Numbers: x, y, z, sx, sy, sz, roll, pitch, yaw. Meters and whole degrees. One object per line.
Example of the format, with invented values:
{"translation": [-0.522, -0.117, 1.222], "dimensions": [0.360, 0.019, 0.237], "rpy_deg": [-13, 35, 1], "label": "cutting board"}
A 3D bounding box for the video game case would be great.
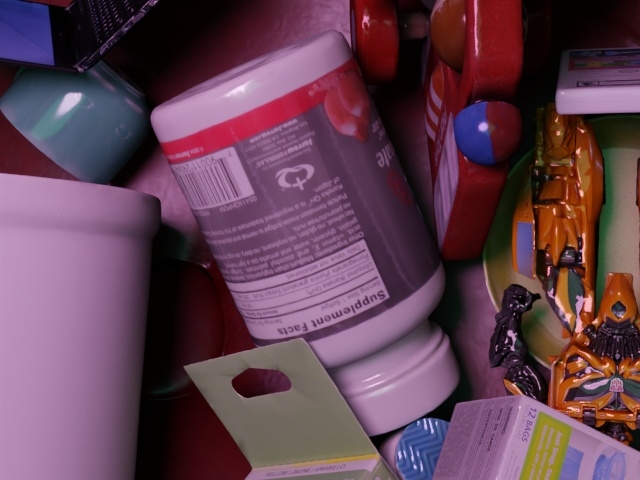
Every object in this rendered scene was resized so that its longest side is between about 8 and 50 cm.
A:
{"translation": [0.297, -0.134, 0.887], "dimensions": [0.201, 0.183, 0.023], "rpy_deg": [0, 109, 14], "label": "video game case"}

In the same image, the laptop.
{"translation": [-0.244, -0.254, 0.995], "dimensions": [0.264, 0.234, 0.136], "rpy_deg": [-42, 119, 7], "label": "laptop"}

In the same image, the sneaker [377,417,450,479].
{"translation": [0.152, 0.232, 0.941], "dimensions": [0.229, 0.092, 0.087], "rpy_deg": [36, 66, -5], "label": "sneaker"}

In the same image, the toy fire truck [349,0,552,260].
{"translation": [0.120, -0.147, 0.867], "dimensions": [0.170, 0.302, 0.253], "rpy_deg": [-3, 66, -3], "label": "toy fire truck"}

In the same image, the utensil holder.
{"translation": [-0.312, 0.142, 0.949], "dimensions": [0.328, 0.327, 0.385], "rpy_deg": [2, 88, 15], "label": "utensil holder"}

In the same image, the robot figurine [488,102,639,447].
{"translation": [0.244, 0.033, 0.894], "dimensions": [0.211, 0.085, 0.290], "rpy_deg": [1, 85, 15], "label": "robot figurine"}

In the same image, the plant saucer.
{"translation": [0.265, 0.011, 0.954], "dimensions": [0.241, 0.037, 0.240], "rpy_deg": [-1, 85, 14], "label": "plant saucer"}

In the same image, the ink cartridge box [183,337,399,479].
{"translation": [-0.017, 0.201, 0.913], "dimensions": [0.171, 0.056, 0.235], "rpy_deg": [-19, 112, 45], "label": "ink cartridge box"}

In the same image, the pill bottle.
{"translation": [0.000, 0.000, 0.917], "dimensions": [0.176, 0.176, 0.318], "rpy_deg": [-21, 103, 12], "label": "pill bottle"}

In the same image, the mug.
{"translation": [-0.238, -0.137, 1.047], "dimensions": [0.158, 0.129, 0.097], "rpy_deg": [43, 95, 4], "label": "mug"}

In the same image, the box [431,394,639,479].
{"translation": [0.198, 0.214, 0.853], "dimensions": [0.203, 0.103, 0.114], "rpy_deg": [28, 69, -15], "label": "box"}
